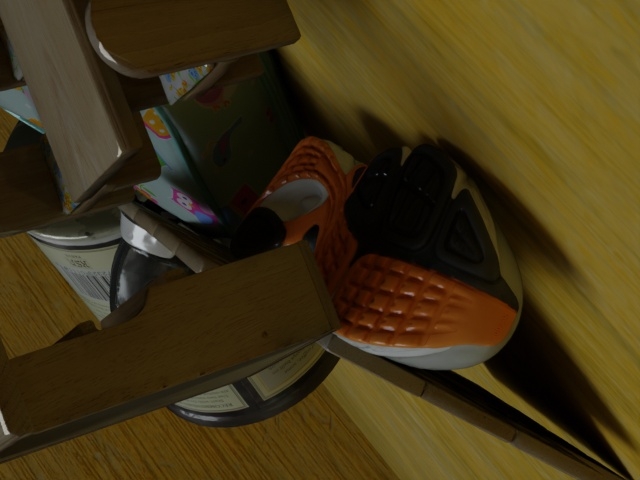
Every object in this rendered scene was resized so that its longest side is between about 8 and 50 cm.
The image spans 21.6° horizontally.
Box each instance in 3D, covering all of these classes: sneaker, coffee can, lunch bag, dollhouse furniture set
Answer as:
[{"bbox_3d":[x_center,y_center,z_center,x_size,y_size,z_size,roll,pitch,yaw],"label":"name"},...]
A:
[{"bbox_3d":[-0.055,0.039,1.215,0.234,0.106,0.078,12,-162,-34],"label":"sneaker"},{"bbox_3d":[-0.111,-0.001,1.391,0.201,0.201,0.275,47,172,44],"label":"coffee can"},{"bbox_3d":[-0.146,-0.126,1.109,0.279,0.108,0.224,32,166,28],"label":"lunch bag"},{"bbox_3d":[0.053,0.017,0.831,0.121,0.099,0.262,33,180,-21],"label":"sneaker"},{"bbox_3d":[-0.121,-0.039,0.748,0.212,0.161,0.242,-34,76,58],"label":"dollhouse furniture set"}]

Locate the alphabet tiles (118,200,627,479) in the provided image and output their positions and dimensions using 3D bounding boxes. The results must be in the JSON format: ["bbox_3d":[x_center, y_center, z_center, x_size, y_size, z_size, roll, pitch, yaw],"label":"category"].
[{"bbox_3d":[0.023,0.058,0.992,0.285,0.011,0.342,29,180,-20],"label":"alphabet tiles"}]
